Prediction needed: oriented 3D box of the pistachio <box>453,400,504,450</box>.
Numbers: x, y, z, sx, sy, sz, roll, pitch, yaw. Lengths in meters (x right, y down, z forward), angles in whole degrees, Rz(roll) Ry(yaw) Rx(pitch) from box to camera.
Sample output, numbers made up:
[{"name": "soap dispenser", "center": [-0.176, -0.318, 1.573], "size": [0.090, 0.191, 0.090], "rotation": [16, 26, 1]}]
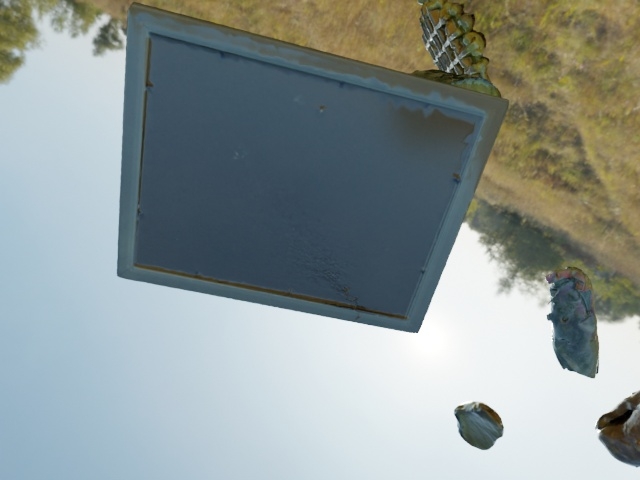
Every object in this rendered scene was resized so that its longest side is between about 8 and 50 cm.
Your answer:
[{"name": "pistachio", "center": [0.305, 0.345, 0.799], "size": [0.090, 0.172, 0.049], "rotation": [32, -124, 25]}]

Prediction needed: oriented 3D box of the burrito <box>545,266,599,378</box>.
[{"name": "burrito", "center": [0.558, 0.186, 0.914], "size": [0.096, 0.066, 0.309], "rotation": [11, 132, 49]}]

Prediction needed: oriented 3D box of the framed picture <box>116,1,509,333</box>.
[{"name": "framed picture", "center": [-0.020, -0.041, 0.359], "size": [0.297, 0.232, 0.019], "rotation": [13, -157, -6]}]

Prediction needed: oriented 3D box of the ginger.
[{"name": "ginger", "center": [0.768, 0.377, 0.906], "size": [0.172, 0.321, 0.165], "rotation": [29, -157, 11]}]

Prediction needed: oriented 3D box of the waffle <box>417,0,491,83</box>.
[{"name": "waffle", "center": [0.319, -0.431, 0.982], "size": [0.300, 0.058, 0.281], "rotation": [58, -170, -29]}]

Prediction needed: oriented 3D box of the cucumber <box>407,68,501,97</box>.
[{"name": "cucumber", "center": [0.185, -0.231, 0.703], "size": [0.134, 0.134, 0.244], "rotation": [22, -157, -23]}]
